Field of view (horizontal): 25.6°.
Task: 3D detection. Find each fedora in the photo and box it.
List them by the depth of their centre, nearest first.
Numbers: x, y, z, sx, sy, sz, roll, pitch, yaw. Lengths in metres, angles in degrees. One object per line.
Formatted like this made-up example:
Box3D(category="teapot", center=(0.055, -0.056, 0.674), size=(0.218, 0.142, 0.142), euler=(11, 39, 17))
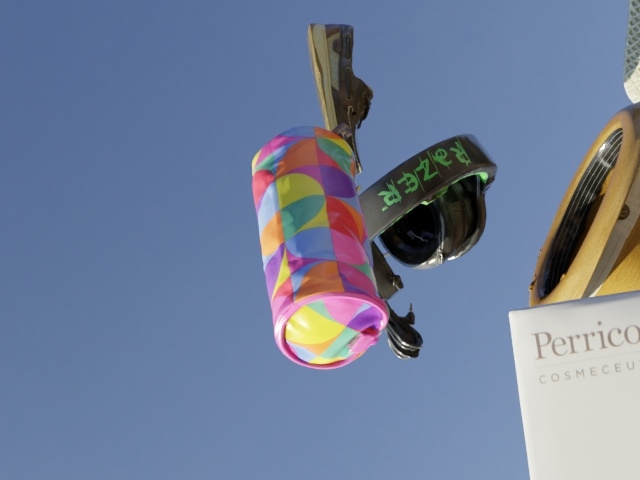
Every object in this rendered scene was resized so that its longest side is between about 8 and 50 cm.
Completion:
Box3D(category="fedora", center=(0.222, -0.006, 1.028), size=(0.194, 0.079, 0.194), euler=(-156, 90, -87))

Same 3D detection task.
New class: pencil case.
Box3D(category="pencil case", center=(0.000, 0.000, 1.215), size=(0.236, 0.104, 0.104), euler=(-96, -8, -47))

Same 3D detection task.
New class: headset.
Box3D(category="headset", center=(0.098, 0.020, 1.690), size=(0.243, 0.185, 0.394), euler=(-32, -12, -19))

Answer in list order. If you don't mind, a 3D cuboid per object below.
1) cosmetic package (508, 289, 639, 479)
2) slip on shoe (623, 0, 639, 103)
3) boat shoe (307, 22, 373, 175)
Box3D(category="cosmetic package", center=(0.244, 0.212, 0.760), size=(0.156, 0.217, 0.385), euler=(15, -116, -65))
Box3D(category="slip on shoe", center=(0.435, -0.315, 1.673), size=(0.101, 0.123, 0.331), euler=(-29, -48, -40))
Box3D(category="boat shoe", center=(0.034, -0.191, 1.856), size=(0.080, 0.073, 0.224), euler=(83, 175, -70))
